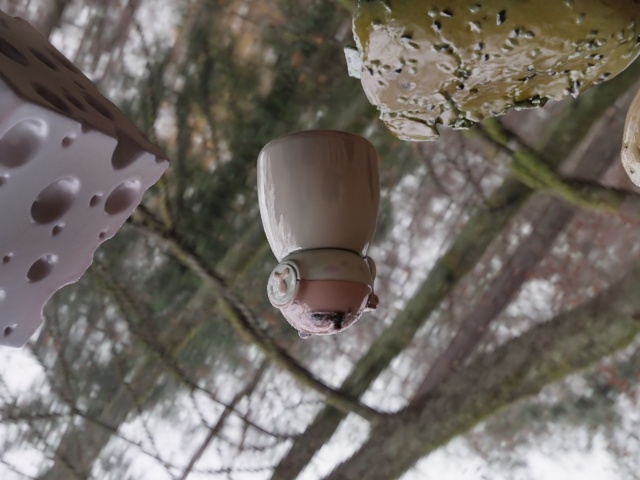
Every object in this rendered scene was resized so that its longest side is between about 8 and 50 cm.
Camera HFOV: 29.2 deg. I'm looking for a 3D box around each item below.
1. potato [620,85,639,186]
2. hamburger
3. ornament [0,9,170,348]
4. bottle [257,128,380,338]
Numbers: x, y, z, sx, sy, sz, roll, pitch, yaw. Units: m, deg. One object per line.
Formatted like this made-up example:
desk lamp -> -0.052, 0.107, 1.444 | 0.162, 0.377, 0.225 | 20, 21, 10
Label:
potato -> 0.498, -0.182, 1.662 | 0.161, 0.235, 0.128 | 56, 177, -7
hamburger -> 0.148, -0.211, 1.087 | 0.192, 0.288, 0.167 | 46, -146, -53
ornament -> -0.334, -0.076, 1.101 | 0.239, 0.240, 0.240 | 43, -172, 23
bottle -> 0.000, 0.000, 1.454 | 0.148, 0.147, 0.236 | 10, -112, -31
